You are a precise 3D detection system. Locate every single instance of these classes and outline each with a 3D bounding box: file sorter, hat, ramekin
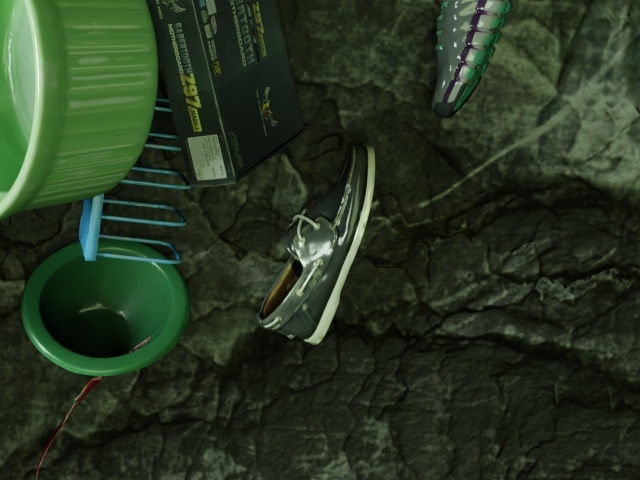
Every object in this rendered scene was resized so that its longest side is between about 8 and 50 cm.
[{"bbox_3d":[-0.191,-0.069,1.704,0.104,0.118,0.170,6,100,-13],"label":"file sorter"},{"bbox_3d":[-0.252,0.121,1.793,0.208,0.173,0.183,-22,152,-23],"label":"hat"},{"bbox_3d":[-0.290,-0.170,1.576,0.148,0.303,0.303,-8,109,-41],"label":"ramekin"}]

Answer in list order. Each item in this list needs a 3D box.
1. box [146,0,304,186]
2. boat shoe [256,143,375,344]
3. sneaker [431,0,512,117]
[{"bbox_3d":[-0.097,-0.191,1.654,0.059,0.183,0.232,-5,107,24],"label":"box"},{"bbox_3d":[0.000,0.000,1.768,0.079,0.084,0.233,19,105,-12],"label":"boat shoe"},{"bbox_3d":[0.150,-0.247,1.739,0.098,0.083,0.223,25,99,11],"label":"sneaker"}]
